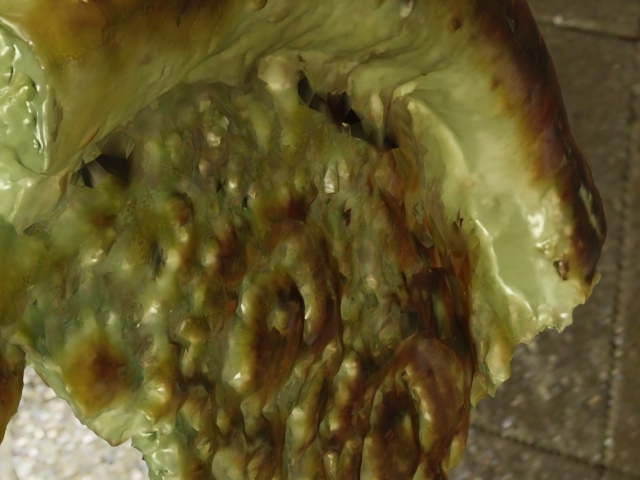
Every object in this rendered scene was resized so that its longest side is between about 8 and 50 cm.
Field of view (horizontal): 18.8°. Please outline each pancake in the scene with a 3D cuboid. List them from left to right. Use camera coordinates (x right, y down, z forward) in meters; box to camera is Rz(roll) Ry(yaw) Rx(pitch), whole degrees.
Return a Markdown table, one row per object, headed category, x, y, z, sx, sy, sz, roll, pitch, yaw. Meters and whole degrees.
| category | x | y | z | sx | sy | sz | roll | pitch | yaw |
| --- | --- | --- | --- | --- | --- | --- | --- | --- | --- |
| pancake | 0.002 | -0.005 | 0.718 | 0.067 | 0.427 | 0.305 | 5 | 68 | 30 |
